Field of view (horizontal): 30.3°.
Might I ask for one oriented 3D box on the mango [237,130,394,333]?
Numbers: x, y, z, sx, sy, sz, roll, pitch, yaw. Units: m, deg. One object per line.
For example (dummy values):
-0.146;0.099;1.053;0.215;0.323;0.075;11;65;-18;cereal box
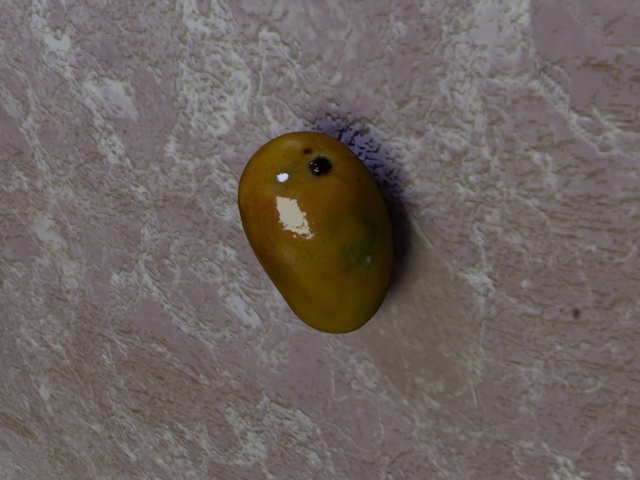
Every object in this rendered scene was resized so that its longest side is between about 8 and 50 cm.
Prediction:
0.002;-0.001;0.819;0.111;0.089;0.163;17;140;53;mango
